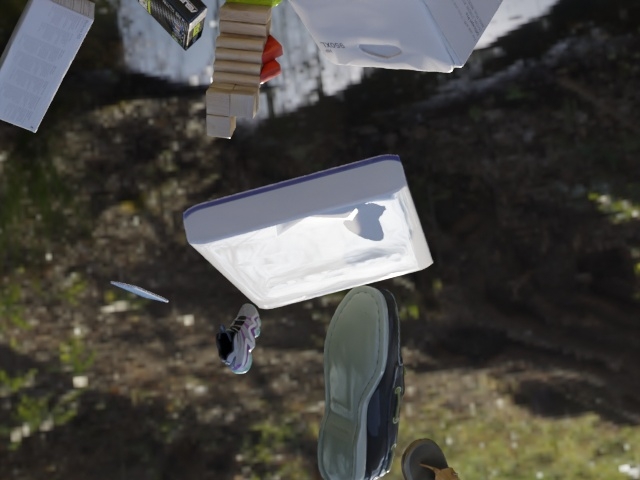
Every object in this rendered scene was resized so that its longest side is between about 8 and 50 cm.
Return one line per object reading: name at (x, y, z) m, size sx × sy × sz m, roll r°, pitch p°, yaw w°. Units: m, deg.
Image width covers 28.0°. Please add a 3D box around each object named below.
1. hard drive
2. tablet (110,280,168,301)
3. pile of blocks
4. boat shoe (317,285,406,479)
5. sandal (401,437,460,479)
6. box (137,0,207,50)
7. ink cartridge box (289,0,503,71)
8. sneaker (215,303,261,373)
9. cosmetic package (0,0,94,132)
hard drive at (0.000, 0.000, 1.331) m, size 0.210 × 0.040 × 0.319 m, roll -15°, pitch 164°, yaw 6°
tablet at (-0.276, 0.078, 1.961) m, size 0.054 × 0.006 × 0.083 m, roll 9°, pitch 167°, yaw 36°
pile of blocks at (-0.112, -0.348, 2.215) m, size 0.112 × 0.362 × 0.149 m, roll 8°, pitch 175°, yaw 9°
boat shoe at (0.049, 0.149, 1.326) m, size 0.068 × 0.228 × 0.081 m, roll -9°, pitch -155°, yaw -42°
sandal at (0.173, 0.353, 1.812) m, size 0.072 × 0.180 × 0.049 m, roll -40°, pitch -154°, yaw -31°
box at (-0.252, -0.385, 1.949) m, size 0.045 × 0.184 × 0.190 m, roll -46°, pitch -177°, yaw -9°
ink cartridge box at (0.172, -0.474, 2.058) m, size 0.285 × 0.395 × 0.166 m, roll 9°, pitch 149°, yaw 42°
sneaker at (-0.112, 0.118, 1.677) m, size 0.038 × 0.098 × 0.069 m, roll -10°, pitch 149°, yaw 27°
cosmetic package at (-0.456, -0.294, 2.060) m, size 0.098 × 0.060 × 0.239 m, roll 22°, pitch 123°, yaw -22°
